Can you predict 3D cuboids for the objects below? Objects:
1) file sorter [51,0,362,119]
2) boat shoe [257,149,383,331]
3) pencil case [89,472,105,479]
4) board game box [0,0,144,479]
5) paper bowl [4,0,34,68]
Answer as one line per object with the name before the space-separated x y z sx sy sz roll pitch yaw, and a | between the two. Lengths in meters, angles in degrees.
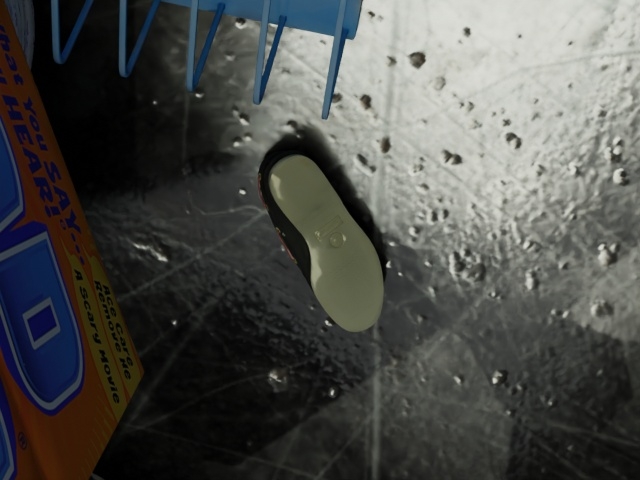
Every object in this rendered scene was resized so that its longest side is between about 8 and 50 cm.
file sorter | -0.062 -0.152 0.774 0.170 0.104 0.118 12 138 1
boat shoe | 0.002 -0.001 0.888 0.049 0.042 0.133 -31 109 -9
pencil case | -0.176 0.246 0.936 0.410 0.183 0.160 39 103 -11
board game box | -0.334 0.014 0.586 0.356 0.356 0.356 -15 106 10
paper bowl | -0.328 -0.125 0.812 0.284 0.148 0.284 2 112 6
